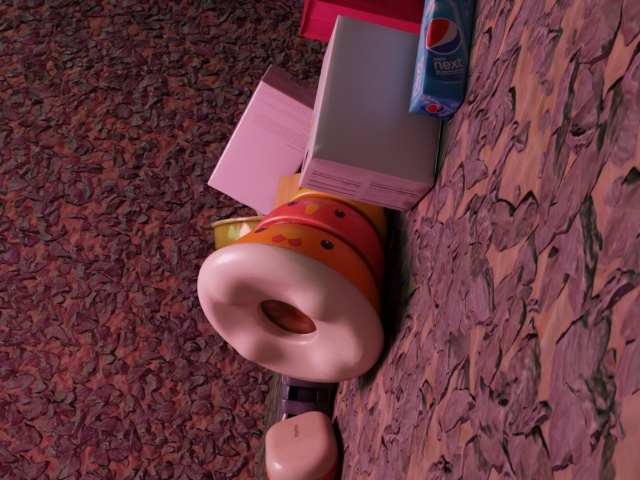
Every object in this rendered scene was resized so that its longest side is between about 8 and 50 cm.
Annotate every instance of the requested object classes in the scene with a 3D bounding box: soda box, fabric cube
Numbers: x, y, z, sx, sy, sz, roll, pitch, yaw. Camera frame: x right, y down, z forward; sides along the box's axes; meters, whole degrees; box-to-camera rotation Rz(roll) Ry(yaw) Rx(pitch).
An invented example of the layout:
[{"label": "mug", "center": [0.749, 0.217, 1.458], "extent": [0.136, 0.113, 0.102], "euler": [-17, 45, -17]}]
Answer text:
[{"label": "soda box", "center": [0.191, -0.299, 1.139], "extent": [0.071, 0.067, 0.210], "euler": [121, 159, -72]}, {"label": "fabric cube", "center": [0.109, -0.543, 1.467], "extent": [0.259, 0.254, 0.258], "euler": [-177, 99, -83]}]

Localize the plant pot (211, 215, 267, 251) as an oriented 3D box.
[{"label": "plant pot", "center": [-0.122, 0.131, 2.048], "extent": [0.366, 0.366, 0.353], "euler": [138, 132, -79]}]

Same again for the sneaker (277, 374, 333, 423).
[{"label": "sneaker", "center": [-0.030, 0.350, 1.649], "extent": [0.127, 0.126, 0.321], "euler": [-82, -4, -68]}]

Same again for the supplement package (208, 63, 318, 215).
[{"label": "supplement package", "center": [-0.120, -0.241, 1.762], "extent": [0.293, 0.177, 0.175], "euler": [-57, 11, 25]}]

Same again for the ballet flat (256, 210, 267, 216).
[{"label": "ballet flat", "center": [-0.070, -0.229, 2.245], "extent": [0.182, 0.164, 0.483], "euler": [62, -142, -20]}]

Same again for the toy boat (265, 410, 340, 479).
[{"label": "toy boat", "center": [-0.028, 0.461, 1.494], "extent": [0.231, 0.151, 0.151], "euler": [-114, 6, -80]}]

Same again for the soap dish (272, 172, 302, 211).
[{"label": "soap dish", "center": [0.000, 0.000, 1.636], "extent": [0.118, 0.229, 0.291], "euler": [-43, 33, 50]}]

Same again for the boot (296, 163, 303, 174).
[{"label": "boot", "center": [0.014, -0.199, 1.770], "extent": [0.264, 0.096, 0.280], "euler": [-63, 9, 1]}]

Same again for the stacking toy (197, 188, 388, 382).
[{"label": "stacking toy", "center": [0.011, -0.004, 1.406], "extent": [0.351, 0.350, 0.480], "euler": [110, -175, -51]}]

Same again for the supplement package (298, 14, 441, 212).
[{"label": "supplement package", "center": [0.091, -0.210, 1.235], "extent": [0.145, 0.204, 0.262], "euler": [123, 158, -71]}]
